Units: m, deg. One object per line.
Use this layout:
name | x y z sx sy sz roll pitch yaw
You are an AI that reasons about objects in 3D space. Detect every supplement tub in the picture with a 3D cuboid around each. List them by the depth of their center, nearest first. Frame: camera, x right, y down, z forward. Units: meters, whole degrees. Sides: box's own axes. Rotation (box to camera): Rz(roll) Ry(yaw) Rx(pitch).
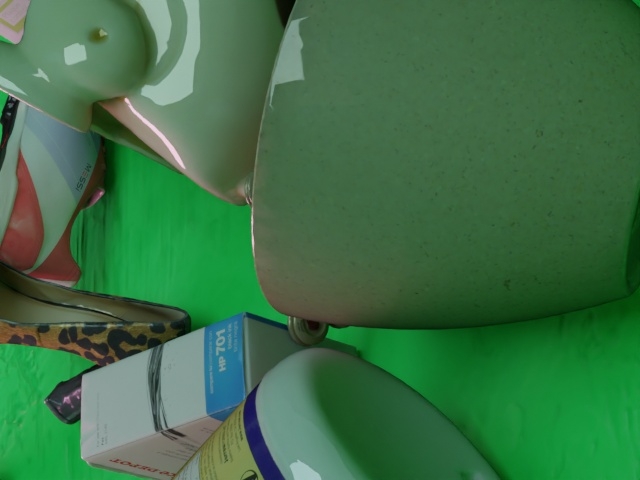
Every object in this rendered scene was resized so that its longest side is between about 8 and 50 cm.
supplement tub | -0.034 0.268 1.328 0.331 0.241 0.241 -49 48 18

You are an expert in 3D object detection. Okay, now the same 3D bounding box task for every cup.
cup | 0.127 -0.073 1.291 0.237 0.331 0.331 17 85 19

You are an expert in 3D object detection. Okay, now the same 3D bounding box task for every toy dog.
toy dog | -0.086 -0.262 1.556 0.395 0.284 0.408 26 91 33

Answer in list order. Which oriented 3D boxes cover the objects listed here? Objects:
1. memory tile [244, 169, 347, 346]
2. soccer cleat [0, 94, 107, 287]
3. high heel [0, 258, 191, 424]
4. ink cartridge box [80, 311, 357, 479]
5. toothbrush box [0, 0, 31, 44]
memory tile | 0.000 0.000 1.457 0.012 0.113 0.148 -9 102 48
soccer cleat | -0.254 -0.097 1.789 0.108 0.116 0.318 -43 28 53
high heel | -0.243 0.038 1.624 0.186 0.261 0.093 -32 22 34
ink cartridge box | -0.082 0.134 1.494 0.190 0.139 0.082 -21 62 37
toothbrush box | -0.284 -0.372 1.853 0.206 0.122 0.283 -38 38 27
